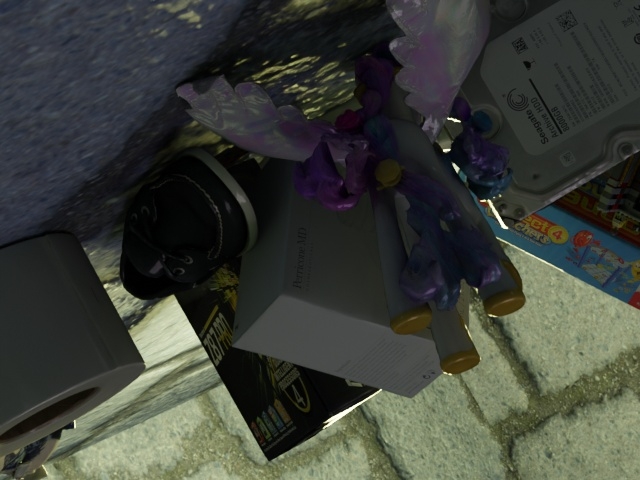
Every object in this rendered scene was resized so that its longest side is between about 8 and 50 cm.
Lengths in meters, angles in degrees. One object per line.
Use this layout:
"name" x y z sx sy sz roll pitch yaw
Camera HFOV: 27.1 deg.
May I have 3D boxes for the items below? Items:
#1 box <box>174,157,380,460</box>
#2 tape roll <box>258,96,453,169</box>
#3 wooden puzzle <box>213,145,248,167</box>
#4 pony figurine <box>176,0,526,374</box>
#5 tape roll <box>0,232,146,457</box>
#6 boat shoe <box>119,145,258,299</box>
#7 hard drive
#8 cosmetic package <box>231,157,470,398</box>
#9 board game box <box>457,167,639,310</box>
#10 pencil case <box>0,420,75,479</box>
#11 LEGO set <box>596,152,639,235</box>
"box" -0.074 0.104 1.711 0.097 0.318 0.395 -26 172 -19
"tape roll" 0.052 -0.098 1.700 0.286 0.100 0.286 -28 171 -5
"wooden puzzle" -0.108 -0.094 1.511 0.083 0.006 0.049 -32 171 14
"pony figurine" 0.071 -0.080 1.289 0.303 0.363 0.351 -24 157 12
"tape roll" -0.337 0.123 1.459 0.246 0.169 0.246 -30 171 -5
"boat shoe" -0.164 -0.003 1.456 0.113 0.127 0.340 -39 -176 -20
"hard drive" 0.290 -0.196 1.466 0.339 0.237 0.064 -30 177 5
"cosmetic package" 0.038 0.024 1.465 0.225 0.224 0.138 17 144 -18
"board game box" 0.355 -0.083 1.765 0.302 0.308 0.086 -57 171 -48
"pencil case" -0.467 0.236 1.630 0.160 0.183 0.410 -32 170 17
"LEGO set" 0.395 -0.112 1.649 0.255 0.331 0.192 -12 126 -56
